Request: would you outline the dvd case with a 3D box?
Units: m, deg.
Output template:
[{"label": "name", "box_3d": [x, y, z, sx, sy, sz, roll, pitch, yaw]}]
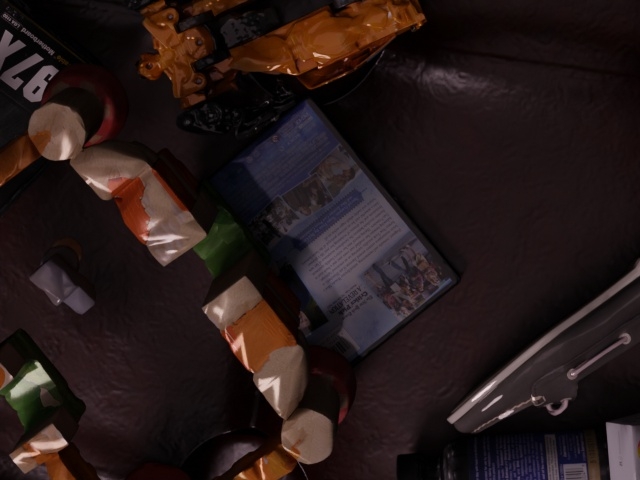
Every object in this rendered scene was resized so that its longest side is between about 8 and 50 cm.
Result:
[{"label": "dvd case", "box_3d": [0.000, 0.000, 1.635, 0.180, 0.022, 0.253, -39, 89, 8]}]

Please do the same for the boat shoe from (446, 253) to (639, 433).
[{"label": "boat shoe", "box_3d": [0.281, 0.106, 1.567, 0.335, 0.112, 0.095, -39, 85, 5]}]

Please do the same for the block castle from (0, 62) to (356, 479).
[{"label": "block castle", "box_3d": [-0.199, 0.076, 1.541, 0.303, 0.213, 0.453, -37, 100, 10]}]

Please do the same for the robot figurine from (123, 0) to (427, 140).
[{"label": "robot figurine", "box_3d": [-0.051, -0.227, 1.590, 0.291, 0.085, 0.211, -22, 92, 7]}]

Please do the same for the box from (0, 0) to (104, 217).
[{"label": "box", "box_3d": [-0.404, -0.160, 1.553, 0.257, 0.079, 0.322, -46, 127, 6]}]

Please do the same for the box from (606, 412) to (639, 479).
[{"label": "box", "box_3d": [0.364, 0.235, 1.547, 0.186, 0.038, 0.145, -9, 96, -37]}]

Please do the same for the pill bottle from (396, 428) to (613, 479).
[{"label": "pill bottle", "box_3d": [0.190, 0.257, 1.584, 0.219, 0.123, 0.122, -4, 94, 7]}]
